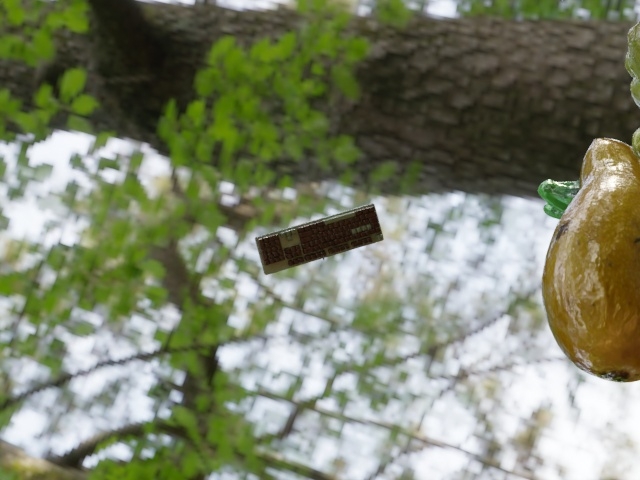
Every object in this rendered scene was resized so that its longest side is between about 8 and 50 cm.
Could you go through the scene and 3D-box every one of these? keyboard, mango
[{"bbox_3d":[0.000,0.000,2.026,0.165,0.017,0.055,-16,-81,-13],"label":"keyboard"},{"bbox_3d":[0.318,0.015,1.616,0.177,0.120,0.295,35,-128,-20],"label":"mango"}]

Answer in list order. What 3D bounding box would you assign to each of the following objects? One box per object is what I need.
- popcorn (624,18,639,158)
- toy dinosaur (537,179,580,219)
[{"bbox_3d":[0.403,-0.120,1.271,0.312,0.312,0.312,-34,-48,-48],"label":"popcorn"},{"bbox_3d":[0.567,0.072,2.188,0.144,0.500,0.374,-57,-37,-27],"label":"toy dinosaur"}]
